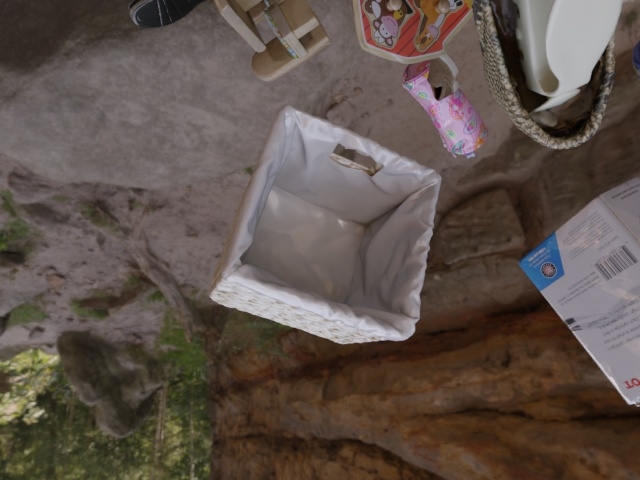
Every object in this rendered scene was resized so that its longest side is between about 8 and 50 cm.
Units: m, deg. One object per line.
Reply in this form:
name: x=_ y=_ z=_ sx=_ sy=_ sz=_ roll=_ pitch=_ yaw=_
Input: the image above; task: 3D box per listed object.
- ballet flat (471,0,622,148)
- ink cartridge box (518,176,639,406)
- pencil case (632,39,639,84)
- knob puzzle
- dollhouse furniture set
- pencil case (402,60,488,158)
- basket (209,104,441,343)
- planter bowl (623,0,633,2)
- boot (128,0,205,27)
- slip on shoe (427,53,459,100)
ballet flat: x=0.177 y=-0.280 z=0.392 sx=0.163 sy=0.182 sz=0.483 roll=-14 pitch=129 yaw=17
ink cartridge box: x=0.325 y=0.055 z=0.528 sx=0.082 sy=0.191 sz=0.140 roll=-23 pitch=159 yaw=-27
pencil case: x=0.416 y=-0.078 z=0.535 sx=0.119 sy=0.133 sz=0.306 roll=-15 pitch=119 yaw=25
knob puzzle: x=0.126 y=-0.341 z=0.718 sx=0.213 sy=0.213 sz=0.030 roll=7 pitch=-173 yaw=-23
dollhouse furniture set: x=-0.136 y=-0.283 z=0.493 sx=0.161 sy=0.242 sz=0.212 roll=-29 pitch=164 yaw=14
pencil case: x=0.327 y=-0.348 z=1.324 sx=0.124 sy=0.124 sz=0.284 roll=-23 pitch=125 yaw=33
basket: x=0.000 y=0.000 z=0.939 sx=0.328 sy=0.332 sz=0.266 roll=21 pitch=156 yaw=-13
planter bowl: x=0.748 y=-0.658 z=1.261 sx=0.109 sy=0.162 sz=0.162 roll=31 pitch=166 yaw=26
boot: x=-0.328 y=-0.565 z=1.065 sx=0.236 sy=0.179 sz=0.085 roll=-36 pitch=170 yaw=-12
slip on shoe: x=0.197 y=-0.274 z=0.840 sx=0.041 sy=0.051 sz=0.135 roll=-41 pitch=163 yaw=10
